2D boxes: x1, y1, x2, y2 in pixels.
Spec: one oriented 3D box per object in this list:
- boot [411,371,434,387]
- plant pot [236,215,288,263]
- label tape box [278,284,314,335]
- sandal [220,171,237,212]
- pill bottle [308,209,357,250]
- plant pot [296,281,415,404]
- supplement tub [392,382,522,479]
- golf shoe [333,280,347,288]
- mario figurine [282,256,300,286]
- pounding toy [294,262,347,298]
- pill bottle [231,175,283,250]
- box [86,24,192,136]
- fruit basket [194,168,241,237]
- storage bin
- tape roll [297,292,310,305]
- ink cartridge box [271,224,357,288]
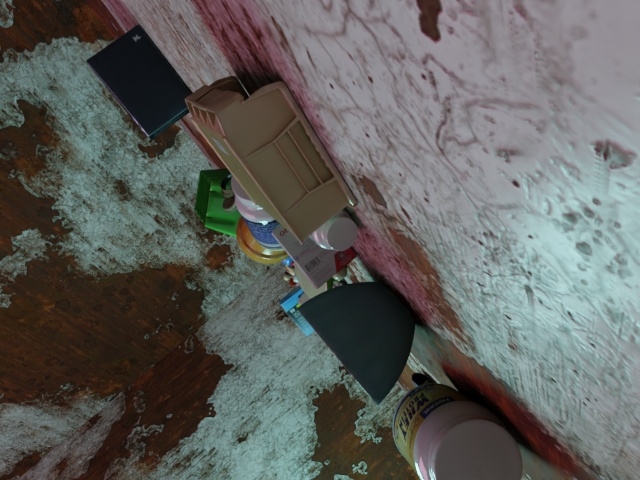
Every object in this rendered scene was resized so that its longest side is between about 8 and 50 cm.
[{"bbox_3d":[0.368,0.516,1.532,0.106,0.082,0.219,49,175,-15],"label":"boot"},{"bbox_3d":[-0.151,-0.050,1.452,0.205,0.205,0.188,49,156,5],"label":"plant pot"},{"bbox_3d":[-0.045,0.250,2.045,0.106,0.240,0.334,46,171,38],"label":"label tape box"},{"bbox_3d":[-0.268,-0.185,1.487,0.086,0.120,0.303,23,155,-15],"label":"sandal"},{"bbox_3d":[0.012,-0.032,0.924,0.086,0.086,0.152,54,172,-28],"label":"pill bottle"},{"bbox_3d":[0.109,0.212,1.117,0.290,0.195,0.290,49,172,9],"label":"plant pot"},{"bbox_3d":[0.316,0.485,1.123,0.228,0.228,0.316,50,172,1],"label":"supplement tub"},{"bbox_3d":[0.056,0.174,1.670,0.186,0.086,0.067,51,172,-21],"label":"golf shoe"},{"bbox_3d":[-0.172,0.117,2.366,0.321,0.170,0.198,62,-157,-25],"label":"mario figurine"},{"bbox_3d":[0.017,0.085,1.508,0.183,0.110,0.237,59,146,17],"label":"pounding toy"},{"bbox_3d":[-0.133,-0.090,1.207,0.153,0.153,0.265,47,169,24],"label":"pill bottle"},{"bbox_3d":[-0.631,-0.548,1.690,0.293,0.212,0.395,53,171,-19],"label":"box"},{"bbox_3d":[-0.285,-0.128,1.824,0.391,0.283,0.392,11,-168,-2],"label":"fruit basket"},{"bbox_3d":[-0.099,-0.158,0.826,0.260,0.123,0.262,56,171,-31],"label":"storage bin"},{"bbox_3d":[0.048,0.283,1.803,0.286,0.100,0.286,37,175,4],"label":"tape roll"},{"bbox_3d":[-0.017,0.008,1.129,0.175,0.127,0.072,51,175,-4],"label":"ink cartridge box"}]
